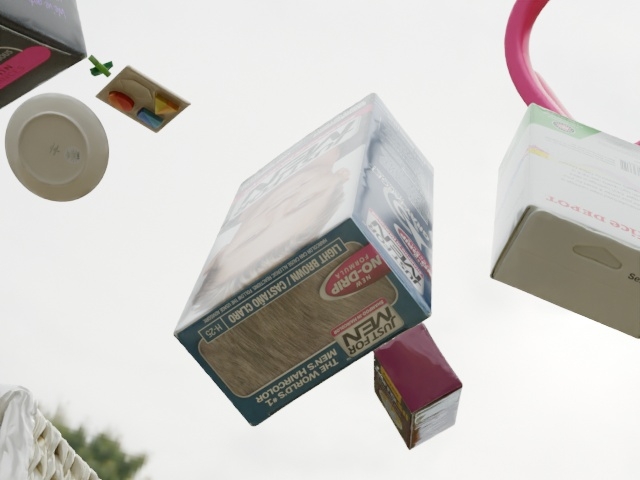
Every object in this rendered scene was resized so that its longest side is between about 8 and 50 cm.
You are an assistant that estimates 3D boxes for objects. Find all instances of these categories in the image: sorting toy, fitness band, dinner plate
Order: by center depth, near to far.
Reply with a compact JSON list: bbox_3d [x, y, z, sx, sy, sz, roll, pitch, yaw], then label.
[{"bbox_3d":[-0.147,-0.111,0.999,0.083,0.012,0.062,30,-32,-23],"label":"sorting toy"},{"bbox_3d":[0.329,-0.214,1.531,0.054,0.291,0.209,15,-55,-47],"label":"fitness band"},{"bbox_3d":[-0.335,-0.116,1.664,0.141,0.017,0.141,3,-74,10],"label":"dinner plate"}]

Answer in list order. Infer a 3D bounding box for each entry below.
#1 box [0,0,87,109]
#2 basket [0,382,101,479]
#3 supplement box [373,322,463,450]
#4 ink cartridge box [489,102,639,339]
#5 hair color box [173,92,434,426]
[{"bbox_3d":[-0.260,-0.202,0.763,0.165,0.270,0.143,-26,-26,24],"label":"box"},{"bbox_3d":[-0.326,0.330,1.005,0.328,0.331,0.266,-13,-42,18],"label":"basket"},{"bbox_3d":[0.129,0.200,1.784,0.081,0.104,0.188,-28,-22,-9],"label":"supplement box"},{"bbox_3d":[0.248,-0.023,1.240,0.154,0.212,0.093,22,-60,-4],"label":"ink cartridge box"},{"bbox_3d":[0.000,0.000,1.135,0.174,0.347,0.105,-34,-75,16],"label":"hair color box"}]
